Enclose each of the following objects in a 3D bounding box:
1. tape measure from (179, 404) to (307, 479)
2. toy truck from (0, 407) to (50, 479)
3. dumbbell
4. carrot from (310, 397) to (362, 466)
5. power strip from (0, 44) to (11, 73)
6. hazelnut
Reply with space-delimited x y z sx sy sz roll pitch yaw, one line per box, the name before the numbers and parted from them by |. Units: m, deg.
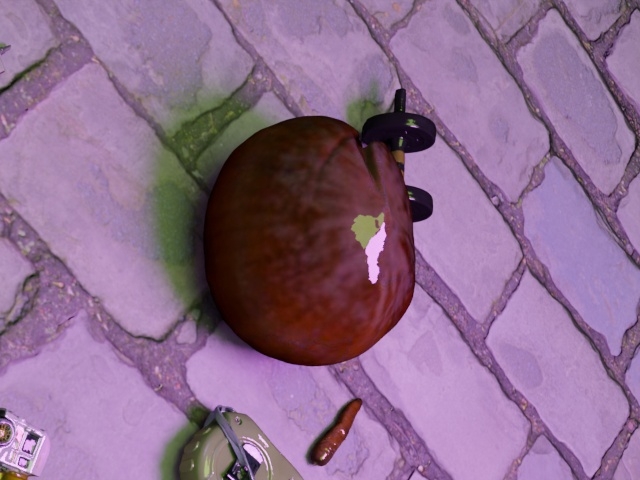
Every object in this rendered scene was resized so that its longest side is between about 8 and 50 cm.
tape measure | -0.133 0.366 1.656 0.200 0.106 0.175 55 49 -12
toy truck | -0.446 0.346 1.420 0.114 0.098 0.226 32 63 -33
dumbbell | 0.144 -0.135 1.979 0.143 0.143 0.325 17 69 -35
carrot | 0.033 0.333 1.845 0.035 0.036 0.165 54 50 -15
power strip | -0.548 -0.237 1.529 0.253 0.027 0.060 -38 103 -38
hazelnut | 0.000 0.000 1.724 0.359 0.359 0.409 0 88 -39
